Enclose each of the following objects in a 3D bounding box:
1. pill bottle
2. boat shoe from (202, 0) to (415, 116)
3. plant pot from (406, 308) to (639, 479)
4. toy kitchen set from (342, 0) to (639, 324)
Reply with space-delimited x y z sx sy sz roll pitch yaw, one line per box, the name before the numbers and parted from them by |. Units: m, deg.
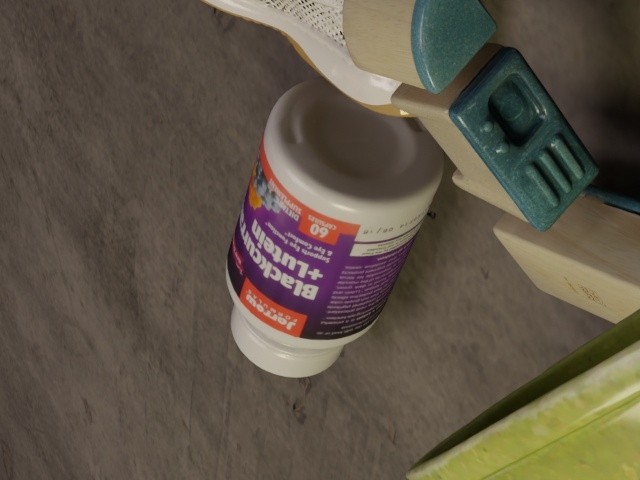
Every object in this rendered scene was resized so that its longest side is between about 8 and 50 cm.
pill bottle | 0.000 0.000 0.873 0.108 0.108 0.193 58 149 29
boat shoe | -0.006 -0.173 0.818 0.277 0.098 0.096 37 135 37
plant pot | 0.207 0.103 0.412 0.254 0.276 0.276 58 150 8
toy kitchen set | 0.137 -0.083 0.630 0.207 0.166 0.122 47 169 -33
